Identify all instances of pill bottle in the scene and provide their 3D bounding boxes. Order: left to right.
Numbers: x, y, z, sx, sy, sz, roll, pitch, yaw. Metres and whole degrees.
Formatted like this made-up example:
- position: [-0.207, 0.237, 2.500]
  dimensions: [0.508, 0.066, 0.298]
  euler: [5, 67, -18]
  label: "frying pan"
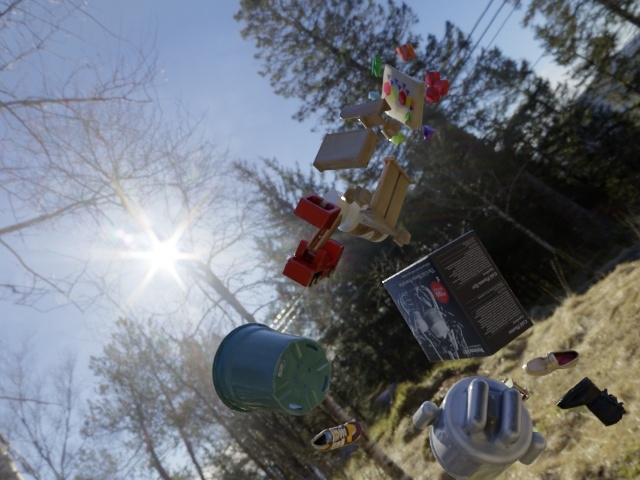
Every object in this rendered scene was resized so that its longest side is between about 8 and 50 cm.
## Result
- position: [0.120, -0.084, 1.421]
  dimensions: [0.229, 0.131, 0.131]
  euler: [18, -61, -31]
  label: "pill bottle"

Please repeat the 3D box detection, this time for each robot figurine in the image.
- position: [0.383, 0.470, 1.052]
  dimensions: [0.353, 0.300, 0.199]
  euler: [87, -156, -49]
  label: "robot figurine"

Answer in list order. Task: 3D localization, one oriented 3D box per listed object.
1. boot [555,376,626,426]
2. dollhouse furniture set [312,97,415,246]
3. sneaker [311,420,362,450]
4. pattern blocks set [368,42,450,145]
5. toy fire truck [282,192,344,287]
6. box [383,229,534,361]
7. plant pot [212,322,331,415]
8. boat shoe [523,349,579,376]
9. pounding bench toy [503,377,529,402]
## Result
- position: [0.612, 0.377, 0.968]
  dimensions: [0.045, 0.099, 0.121]
  euler: [-20, -36, -42]
  label: "boot"
- position: [0.164, -0.198, 1.319]
  dimensions: [0.355, 0.174, 0.303]
  euler: [39, -114, -42]
  label: "dollhouse furniture set"
- position: [0.058, 0.690, 1.502]
  dimensions: [0.186, 0.069, 0.084]
  euler: [-30, -38, 8]
  label: "sneaker"
- position: [0.237, -0.411, 1.227]
  dimensions: [0.026, 0.324, 0.285]
  euler: [-18, -37, -20]
  label: "pattern blocks set"
- position: [0.000, 0.000, 0.647]
  dimensions: [0.135, 0.047, 0.192]
  euler: [-65, -16, 13]
  label: "toy fire truck"
- position: [0.398, 0.186, 1.311]
  dimensions: [0.179, 0.312, 0.343]
  euler: [-27, -10, -21]
  label: "box"
- position: [-0.162, 0.473, 1.555]
  dimensions: [0.334, 0.341, 0.341]
  euler: [-12, 21, 48]
  label: "plant pot"
- position: [0.708, 0.368, 1.310]
  dimensions: [0.170, 0.063, 0.059]
  euler: [-13, -45, -4]
  label: "boat shoe"
- position: [0.612, 0.472, 1.344]
  dimensions: [0.052, 0.065, 0.083]
  euler: [-58, -8, 18]
  label: "pounding bench toy"
